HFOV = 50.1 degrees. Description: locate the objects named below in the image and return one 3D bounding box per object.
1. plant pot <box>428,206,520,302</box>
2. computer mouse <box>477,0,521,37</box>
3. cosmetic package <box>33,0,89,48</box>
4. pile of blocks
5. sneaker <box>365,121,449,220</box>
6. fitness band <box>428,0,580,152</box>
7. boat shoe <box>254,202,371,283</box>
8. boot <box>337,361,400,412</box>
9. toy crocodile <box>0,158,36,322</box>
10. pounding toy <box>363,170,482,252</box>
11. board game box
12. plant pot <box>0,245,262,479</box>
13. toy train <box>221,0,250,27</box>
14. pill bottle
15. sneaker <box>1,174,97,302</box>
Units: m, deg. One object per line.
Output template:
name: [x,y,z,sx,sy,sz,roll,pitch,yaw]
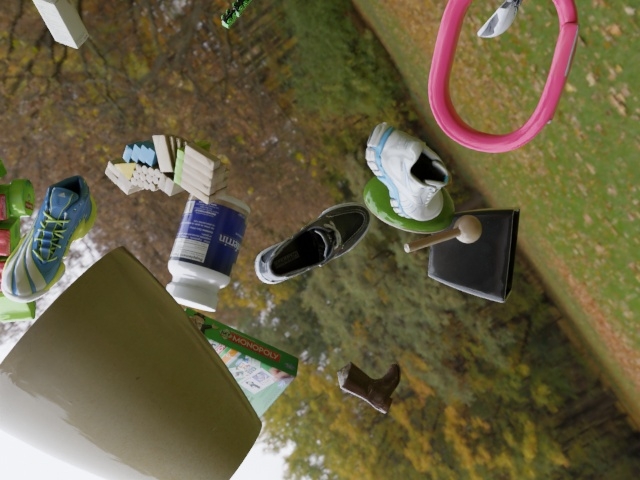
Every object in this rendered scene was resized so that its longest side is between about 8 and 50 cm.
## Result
plant pot: [0.325,0.019,1.457,0.187,0.167,0.188,-12,-74,-69]
computer mouse: [0.389,-0.470,1.400,0.042,0.106,0.193,42,159,-1]
cosmetic package: [-0.493,-0.426,1.301,0.060,0.041,0.115,24,156,14]
pile of blocks: [-0.334,-0.180,1.555,0.112,0.362,0.149,-32,-58,-49]
sneaker: [0.127,-0.072,0.860,0.083,0.071,0.190,20,168,35]
fitness band: [0.281,-0.282,1.066,0.209,0.291,0.054,21,-152,20]
boat shoe: [0.000,0.000,1.487,0.108,0.301,0.102,66,157,-4]
boot: [0.088,0.246,1.257,0.114,0.037,0.106,33,-132,-14]
toy crocodile: [-0.560,-0.002,1.191,0.105,0.115,0.340,-102,13,-64]
pounding toy: [0.193,-0.094,1.300,0.183,0.110,0.237,-5,-141,-26]
board game box: [-0.207,0.270,1.206,0.213,0.317,0.046,28,-145,-15]
plant pot: [-0.215,0.190,0.836,0.274,0.256,0.256,39,-168,-4]
toy train: [-0.128,-0.368,1.081,0.017,0.083,0.024,33,162,9]
pill bottle: [-0.271,0.025,1.619,0.153,0.265,0.153,14,168,3]
sneaker: [-0.449,-0.018,1.123,0.091,0.126,0.240,16,-133,0]
